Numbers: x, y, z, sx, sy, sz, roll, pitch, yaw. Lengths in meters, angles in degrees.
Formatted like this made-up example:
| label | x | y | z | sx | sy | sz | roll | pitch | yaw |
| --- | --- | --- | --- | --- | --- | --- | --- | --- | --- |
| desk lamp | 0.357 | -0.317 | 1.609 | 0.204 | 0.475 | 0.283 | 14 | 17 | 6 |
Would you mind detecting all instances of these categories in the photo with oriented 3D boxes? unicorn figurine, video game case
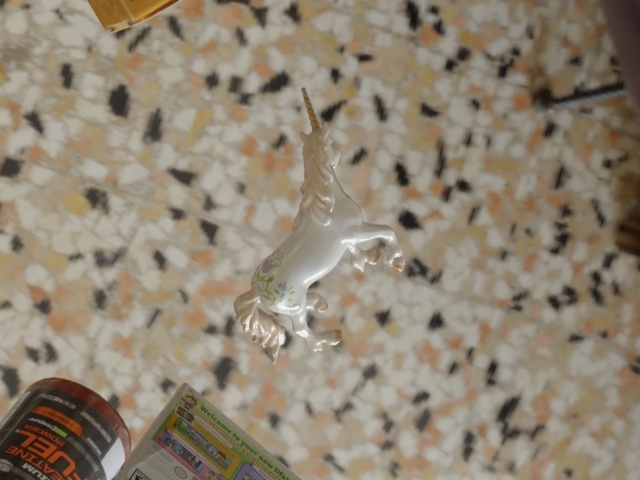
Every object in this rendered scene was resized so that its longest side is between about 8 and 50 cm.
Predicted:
| label | x | y | z | sx | sy | sz | roll | pitch | yaw |
| --- | --- | --- | --- | --- | --- | --- | --- | --- | --- |
| unicorn figurine | 0.000 | 0.000 | 1.020 | 0.111 | 0.060 | 0.162 | 41 | 74 | -41 |
| video game case | -0.116 | 0.284 | 1.753 | 0.212 | 0.023 | 0.193 | 40 | 36 | -4 |

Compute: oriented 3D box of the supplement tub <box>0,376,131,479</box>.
| label | x | y | z | sx | sy | sz | roll | pitch | yaw |
| --- | --- | --- | --- | --- | --- | --- | --- | --- | --- |
| supplement tub | -0.238 | 0.208 | 1.228 | 0.106 | 0.106 | 0.198 | 61 | 41 | -27 |

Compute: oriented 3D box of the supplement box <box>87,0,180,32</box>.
| label | x | y | z | sx | sy | sz | roll | pitch | yaw |
| --- | --- | --- | --- | --- | --- | --- | --- | --- | --- |
| supplement box | -0.176 | -0.275 | 1.158 | 0.080 | 0.078 | 0.233 | -31 | 104 | -19 |
